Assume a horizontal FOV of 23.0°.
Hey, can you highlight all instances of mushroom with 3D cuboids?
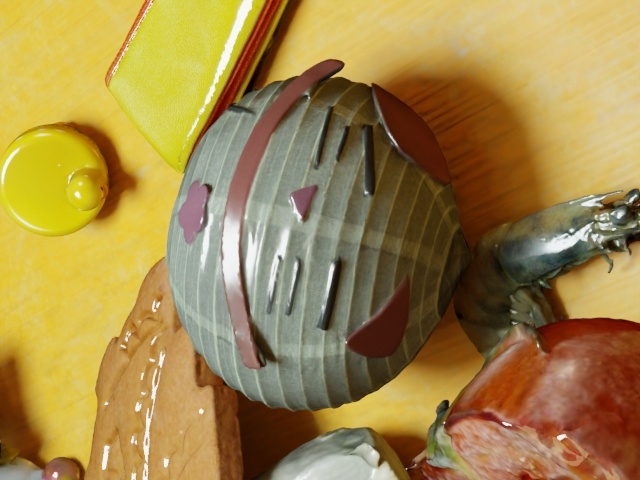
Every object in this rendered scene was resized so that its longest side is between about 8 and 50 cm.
[{"bbox_3d":[-0.043,0.240,1.368,0.351,0.109,0.097,-26,102,42],"label":"mushroom"}]

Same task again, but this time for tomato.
[{"bbox_3d":[0.220,0.160,1.074,0.309,0.170,0.309,34,162,12],"label":"tomato"}]

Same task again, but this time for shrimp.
[{"bbox_3d":[0.189,0.044,1.163,0.217,0.051,0.150,-29,87,46],"label":"shrimp"}]

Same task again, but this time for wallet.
[{"bbox_3d":[-0.094,-0.192,1.337,0.141,0.067,0.241,45,122,29],"label":"wallet"}]

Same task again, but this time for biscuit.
[{"bbox_3d":[-0.141,0.170,1.396,0.306,0.043,0.284,37,113,58],"label":"biscuit"}]

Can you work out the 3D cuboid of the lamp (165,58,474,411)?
[{"bbox_3d":[0.000,0.000,1.195,0.233,0.233,0.265,9,91,39],"label":"lamp"}]

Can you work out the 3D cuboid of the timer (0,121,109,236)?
[{"bbox_3d":[-0.250,-0.054,1.471,0.107,0.109,0.107,-1,106,-2],"label":"timer"}]

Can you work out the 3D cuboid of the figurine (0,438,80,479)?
[{"bbox_3d":[-0.345,0.242,1.602,0.194,0.133,0.274,6,118,8],"label":"figurine"}]
